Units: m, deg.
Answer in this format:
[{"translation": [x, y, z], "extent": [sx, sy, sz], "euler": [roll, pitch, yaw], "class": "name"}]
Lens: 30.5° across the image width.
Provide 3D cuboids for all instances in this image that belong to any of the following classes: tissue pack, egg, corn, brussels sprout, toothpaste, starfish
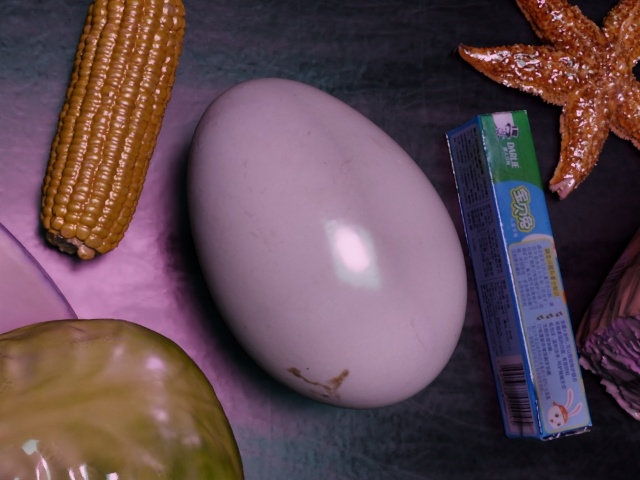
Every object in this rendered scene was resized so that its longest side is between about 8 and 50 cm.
[{"translation": [0.331, 0.009, 0.951], "extent": [0.123, 0.215, 0.256], "euler": [40, 73, 3], "class": "tissue pack"}, {"translation": [0.000, 0.000, 0.865], "extent": [0.183, 0.183, 0.264], "euler": [-30, 85, -18], "class": "egg"}, {"translation": [-0.156, -0.100, 0.889], "extent": [0.080, 0.080, 0.238], "euler": [15, 81, -14], "class": "corn"}, {"translation": [-0.170, 0.164, 0.780], "extent": [0.244, 0.244, 0.244], "euler": [2, 81, -16], "class": "brussels sprout"}, {"translation": [0.162, 0.029, 0.970], "extent": [0.050, 0.065, 0.266], "euler": [-9, 84, -17], "class": "toothpaste"}, {"translation": [0.235, -0.154, 1.033], "extent": [0.227, 0.043, 0.240], "euler": [30, 72, -11], "class": "starfish"}]

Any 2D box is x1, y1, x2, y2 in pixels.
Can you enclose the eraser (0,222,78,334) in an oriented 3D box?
[{"translation": [-0.290, 0.038, 0.831], "extent": [0.243, 0.059, 0.204], "euler": [21, 91, -26], "class": "eraser"}]
